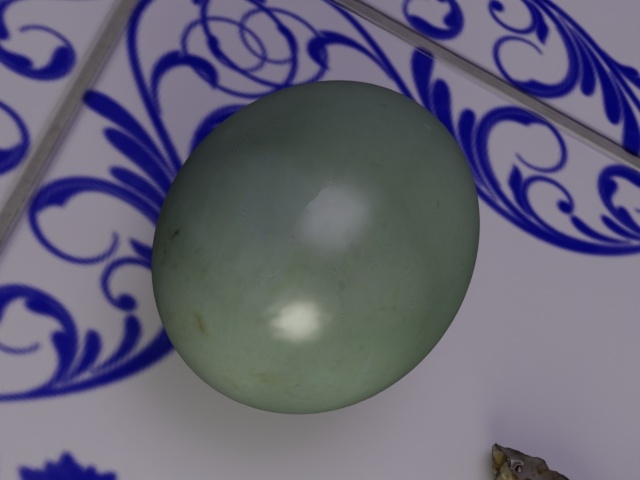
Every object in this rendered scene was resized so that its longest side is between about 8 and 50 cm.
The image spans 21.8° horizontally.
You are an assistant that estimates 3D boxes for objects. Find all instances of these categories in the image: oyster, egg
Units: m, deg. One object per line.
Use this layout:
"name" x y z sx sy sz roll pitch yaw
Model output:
"oyster" 0.122 0.144 0.854 0.081 0.038 0.083 16 23 -32
"egg" 0.000 0.000 0.803 0.149 0.149 0.192 37 45 1
